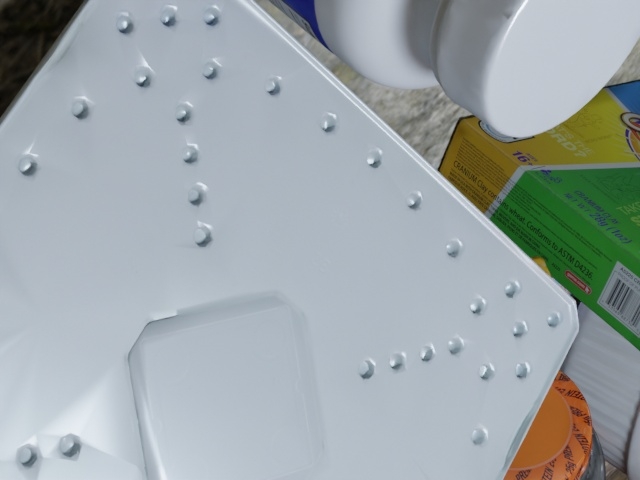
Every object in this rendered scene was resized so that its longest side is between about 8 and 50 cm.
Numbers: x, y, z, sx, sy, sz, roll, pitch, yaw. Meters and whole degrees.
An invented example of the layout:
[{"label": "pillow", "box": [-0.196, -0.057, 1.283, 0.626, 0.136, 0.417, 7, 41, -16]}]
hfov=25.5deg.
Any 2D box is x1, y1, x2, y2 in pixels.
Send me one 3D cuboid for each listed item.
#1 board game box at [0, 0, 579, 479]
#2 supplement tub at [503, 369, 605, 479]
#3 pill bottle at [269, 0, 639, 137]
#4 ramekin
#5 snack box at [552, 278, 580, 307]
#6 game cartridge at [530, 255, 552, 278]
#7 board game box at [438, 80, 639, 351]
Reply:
[{"label": "board game box", "box": [-0.063, 0.092, 0.804, 0.390, 0.050, 0.390, 40, 69, -26]}, {"label": "supplement tub", "box": [0.176, 0.274, 1.436, 0.207, 0.207, 0.338, -32, 146, -22]}, {"label": "pill bottle", "box": [0.030, -0.171, 0.699, 0.152, 0.272, 0.152, -30, 144, -25]}, {"label": "ramekin", "box": [0.347, 0.114, 1.479, 0.273, 0.127, 0.273, -42, 145, -39]}, {"label": "snack box", "box": [0.246, 0.032, 1.420, 0.064, 0.022, 0.178, -24, 142, -30]}, {"label": "game cartridge", "box": [-0.010, 0.114, 1.038, 0.324, 0.052, 0.285, -6, 147, -23]}, {"label": "board game box", "box": [0.292, -0.036, 1.191, 0.316, 0.242, 0.064, -16, 137, -41]}]
